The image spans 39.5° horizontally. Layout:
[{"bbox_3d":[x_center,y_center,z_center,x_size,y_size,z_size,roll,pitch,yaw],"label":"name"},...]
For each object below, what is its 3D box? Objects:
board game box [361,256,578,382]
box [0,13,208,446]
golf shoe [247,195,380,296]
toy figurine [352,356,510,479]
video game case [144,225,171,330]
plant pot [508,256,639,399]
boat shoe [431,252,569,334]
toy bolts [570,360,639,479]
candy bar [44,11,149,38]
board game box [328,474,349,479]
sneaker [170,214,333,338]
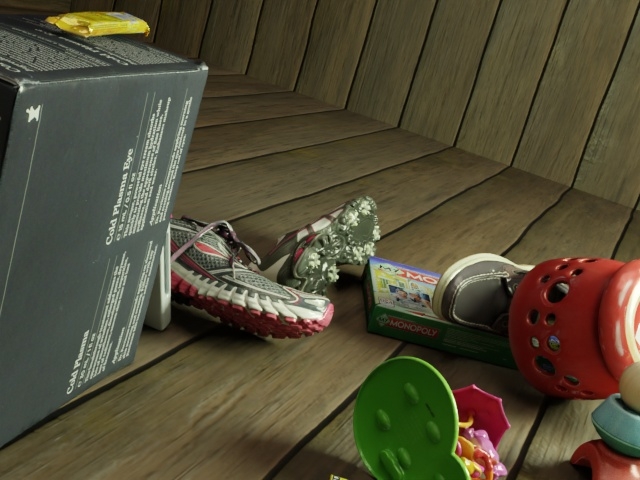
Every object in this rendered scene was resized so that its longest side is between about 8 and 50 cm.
[{"bbox_3d":[0.222,0.115,1.345,0.317,0.046,0.213,15,18,-5],"label":"board game box"},{"bbox_3d":[-0.280,-0.018,0.803,0.179,0.343,0.312,21,17,11],"label":"box"},{"bbox_3d":[0.000,0.000,1.355,0.120,0.105,0.273,3,21,31],"label":"golf shoe"},{"bbox_3d":[0.143,0.206,0.917,0.159,0.130,0.173,12,37,-45],"label":"toy figurine"},{"bbox_3d":[-0.277,-0.008,1.031,0.227,0.206,0.026,20,44,13],"label":"video game case"},{"bbox_3d":[0.369,0.115,1.150,0.191,0.191,0.174,4,-5,-33],"label":"plant pot"},{"bbox_3d":[0.274,0.083,1.249,0.285,0.103,0.092,8,14,-43],"label":"boat shoe"},{"bbox_3d":[0.407,0.211,1.019,0.228,0.159,0.218,12,18,-13],"label":"toy bolts"},{"bbox_3d":[-0.205,-0.204,0.843,0.040,0.018,0.161,22,17,4],"label":"candy bar"},{"bbox_3d":[0.079,0.280,0.680,0.194,0.060,0.194,18,17,4],"label":"board game box"},{"bbox_3d":[-0.121,0.035,1.103,0.299,0.112,0.121,22,-16,13],"label":"sneaker"}]
